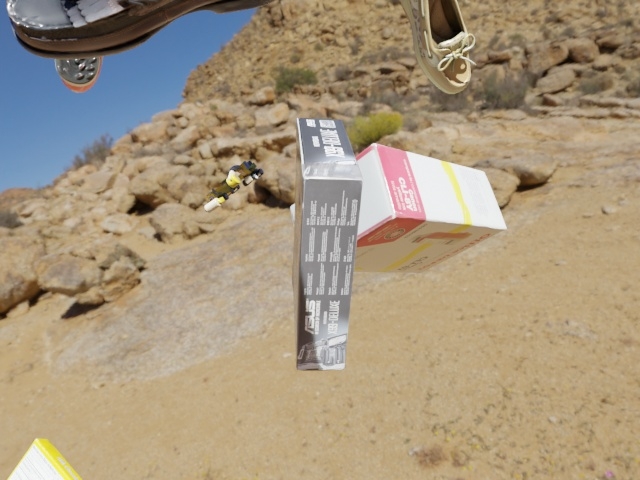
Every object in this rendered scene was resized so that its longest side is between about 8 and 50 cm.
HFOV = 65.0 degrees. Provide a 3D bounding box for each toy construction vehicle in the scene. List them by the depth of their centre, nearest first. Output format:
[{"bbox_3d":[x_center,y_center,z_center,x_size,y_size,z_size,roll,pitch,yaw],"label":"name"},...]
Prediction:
[{"bbox_3d":[-0.131,-0.083,0.727,0.086,0.035,0.098,-29,14,26],"label":"toy construction vehicle"}]

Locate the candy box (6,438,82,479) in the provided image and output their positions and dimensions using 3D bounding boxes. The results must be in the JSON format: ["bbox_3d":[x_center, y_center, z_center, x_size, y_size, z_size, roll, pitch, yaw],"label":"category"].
[{"bbox_3d":[-0.324,0.354,0.623,0.206,0.027,0.105,30,80,27],"label":"candy box"}]

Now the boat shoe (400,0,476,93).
[{"bbox_3d":[0.246,-0.434,1.034,0.104,0.285,0.089,-38,25,-9],"label":"boat shoe"}]

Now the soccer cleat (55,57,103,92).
[{"bbox_3d":[-0.518,-0.485,1.114,0.109,0.318,0.116,11,-6,-24],"label":"soccer cleat"}]

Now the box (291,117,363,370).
[{"bbox_3d":[0.000,0.000,0.757,0.077,0.307,0.242,1,31,-5],"label":"box"}]

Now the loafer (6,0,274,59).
[{"bbox_3d":[-0.170,-0.277,0.512,0.303,0.109,0.095,-23,-9,-15],"label":"loafer"}]

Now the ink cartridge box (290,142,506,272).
[{"bbox_3d":[0.175,-0.047,1.105,0.385,0.160,0.279,3,-26,-40],"label":"ink cartridge box"}]
